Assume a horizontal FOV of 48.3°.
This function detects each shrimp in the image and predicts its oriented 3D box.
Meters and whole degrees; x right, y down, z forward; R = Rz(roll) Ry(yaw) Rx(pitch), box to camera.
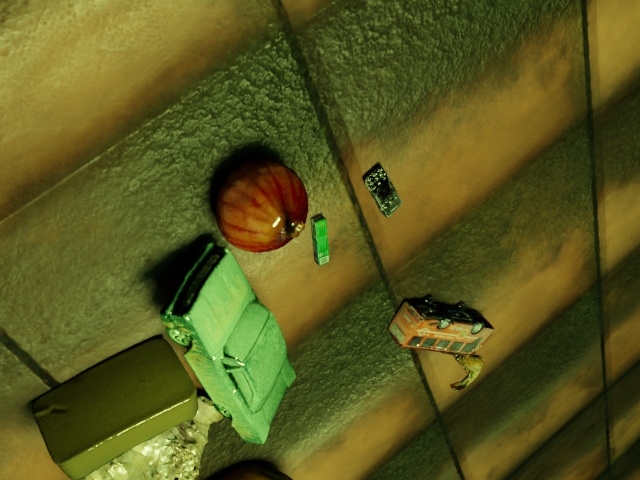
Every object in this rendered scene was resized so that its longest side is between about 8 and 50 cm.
[{"bbox_3d":[0.302,0.276,1.507,0.091,0.025,0.127,-49,139,3],"label":"shrimp"}]

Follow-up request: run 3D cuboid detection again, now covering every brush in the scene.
[{"bbox_3d":[-0.271,0.223,0.956,0.197,0.123,0.059,-26,135,-20],"label":"brush"}]

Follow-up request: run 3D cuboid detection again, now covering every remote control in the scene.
[{"bbox_3d":[0.096,-0.077,1.111,0.039,0.014,0.096,-42,135,-6],"label":"remote control"}]

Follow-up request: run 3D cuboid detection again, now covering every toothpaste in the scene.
[{"bbox_3d":[0.000,0.000,1.088,0.020,0.017,0.083,-22,130,-21],"label":"toothpaste"}]

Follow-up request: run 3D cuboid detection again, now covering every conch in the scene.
[{"bbox_3d":[-0.242,0.311,1.058,0.245,0.163,0.178,-26,167,-44],"label":"conch"}]

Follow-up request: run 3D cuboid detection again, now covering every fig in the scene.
[{"bbox_3d":[-0.063,-0.047,0.933,0.128,0.150,0.128,11,77,-59],"label":"fig"}]

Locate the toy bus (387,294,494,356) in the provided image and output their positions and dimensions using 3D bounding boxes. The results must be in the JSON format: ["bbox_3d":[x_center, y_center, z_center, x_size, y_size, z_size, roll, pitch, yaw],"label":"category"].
[{"bbox_3d":[0.233,0.165,1.350,0.234,0.073,0.096,16,118,-43],"label":"toy bus"}]

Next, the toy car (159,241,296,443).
[{"bbox_3d":[-0.113,0.153,1.019,0.141,0.097,0.321,-62,146,-36],"label":"toy car"}]

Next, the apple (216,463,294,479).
[{"bbox_3d":[-0.128,0.503,1.226,0.237,0.207,0.237,-39,152,-26],"label":"apple"}]
